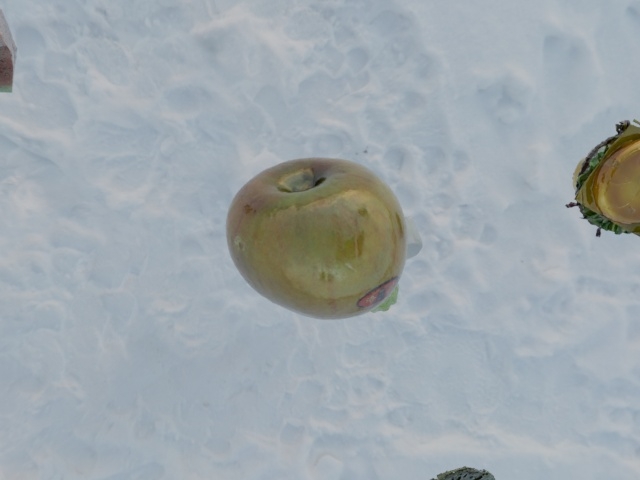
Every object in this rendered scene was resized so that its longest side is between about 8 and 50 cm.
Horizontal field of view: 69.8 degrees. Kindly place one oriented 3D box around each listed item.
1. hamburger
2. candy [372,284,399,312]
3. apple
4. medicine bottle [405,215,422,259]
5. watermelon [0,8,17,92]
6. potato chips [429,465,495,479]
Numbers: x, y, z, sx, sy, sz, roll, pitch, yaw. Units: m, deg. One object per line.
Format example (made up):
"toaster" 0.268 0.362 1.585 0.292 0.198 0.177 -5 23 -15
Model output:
"hamburger" 0.486 -0.101 0.729 0.164 0.093 0.189 38 108 -14
"candy" 0.106 0.089 0.914 0.097 0.209 0.096 -3 75 12
"apple" 0.000 0.000 0.479 0.183 0.182 0.155 -24 129 -14
"medicine bottle" 0.069 0.017 0.767 0.183 0.119 0.069 -16 78 -14
"watermelon" -0.325 -0.188 0.424 0.092 0.084 0.072 20 109 -50
"potato chips" 0.229 0.488 0.819 0.202 0.029 0.219 -27 120 -2
